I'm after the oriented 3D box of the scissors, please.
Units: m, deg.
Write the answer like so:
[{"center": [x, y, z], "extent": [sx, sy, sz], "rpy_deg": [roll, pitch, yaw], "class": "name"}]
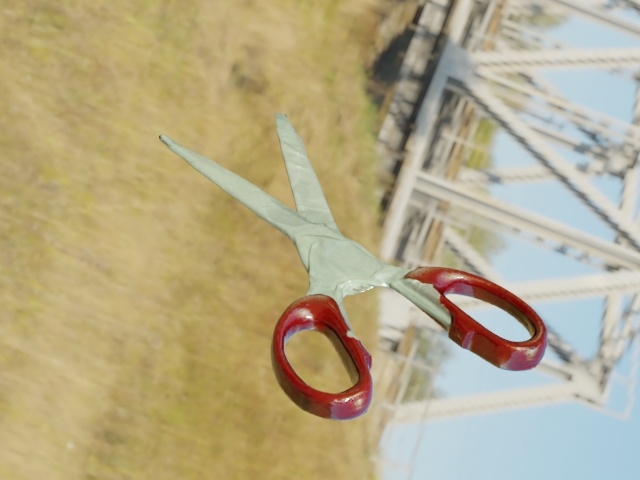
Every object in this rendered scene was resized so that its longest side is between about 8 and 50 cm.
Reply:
[{"center": [0.000, 0.000, 0.713], "extent": [0.248, 0.144, 0.017], "rpy_deg": [49, -39, 43], "class": "scissors"}]
